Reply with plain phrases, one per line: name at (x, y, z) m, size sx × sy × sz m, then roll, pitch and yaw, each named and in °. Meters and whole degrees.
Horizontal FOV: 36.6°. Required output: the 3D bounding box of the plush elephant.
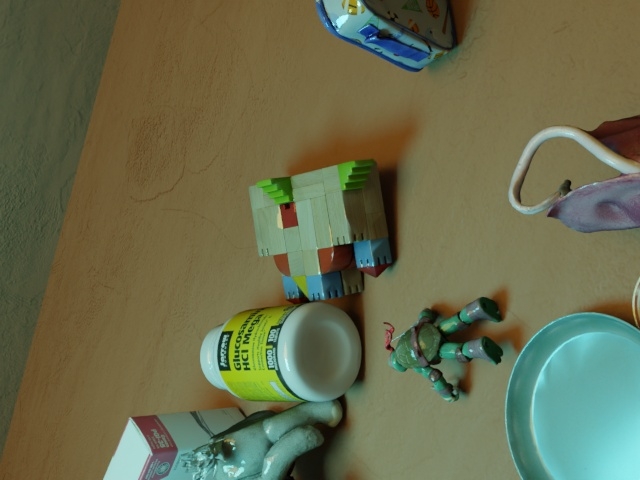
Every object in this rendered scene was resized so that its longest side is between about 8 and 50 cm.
plush elephant at (-0.098, 0.472, 1.851) m, size 0.272 × 0.330 × 0.255 m, roll -23°, pitch 86°, yaw 40°

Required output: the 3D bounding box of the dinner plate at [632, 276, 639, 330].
dinner plate at (0.494, 0.089, 1.332) m, size 0.141 × 0.017 × 0.141 m, roll -10°, pitch 78°, yaw 51°

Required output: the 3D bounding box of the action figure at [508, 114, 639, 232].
action figure at (0.465, -0.087, 1.208) m, size 0.370 × 0.275 × 0.248 m, roll 27°, pitch 101°, yaw 64°

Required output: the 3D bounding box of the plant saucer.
plant saucer at (0.401, 0.263, 1.403) m, size 0.317 × 0.043 × 0.317 m, roll -7°, pitch 81°, yaw 53°

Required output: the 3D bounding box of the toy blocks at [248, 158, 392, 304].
toy blocks at (0.000, 0.000, 1.865) m, size 0.381 × 0.191 × 0.261 m, roll -9°, pitch 90°, yaw 51°

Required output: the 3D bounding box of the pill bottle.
pill bottle at (-0.091, 0.224, 1.911) m, size 0.334 × 0.188 × 0.188 m, roll -12°, pitch 76°, yaw 50°

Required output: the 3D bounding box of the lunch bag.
lunch bag at (0.102, -0.423, 1.660) m, size 0.115 × 0.303 × 0.243 m, roll -23°, pitch 67°, yaw 38°

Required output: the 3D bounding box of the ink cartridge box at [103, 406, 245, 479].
ink cartridge box at (-0.295, 0.475, 2.063) m, size 0.117 × 0.283 × 0.207 m, roll 45°, pitch 120°, yaw 40°

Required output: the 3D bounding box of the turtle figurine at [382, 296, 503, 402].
turtle figurine at (0.194, 0.184, 1.627) m, size 0.234 × 0.118 × 0.175 m, roll -28°, pitch 64°, yaw 40°
